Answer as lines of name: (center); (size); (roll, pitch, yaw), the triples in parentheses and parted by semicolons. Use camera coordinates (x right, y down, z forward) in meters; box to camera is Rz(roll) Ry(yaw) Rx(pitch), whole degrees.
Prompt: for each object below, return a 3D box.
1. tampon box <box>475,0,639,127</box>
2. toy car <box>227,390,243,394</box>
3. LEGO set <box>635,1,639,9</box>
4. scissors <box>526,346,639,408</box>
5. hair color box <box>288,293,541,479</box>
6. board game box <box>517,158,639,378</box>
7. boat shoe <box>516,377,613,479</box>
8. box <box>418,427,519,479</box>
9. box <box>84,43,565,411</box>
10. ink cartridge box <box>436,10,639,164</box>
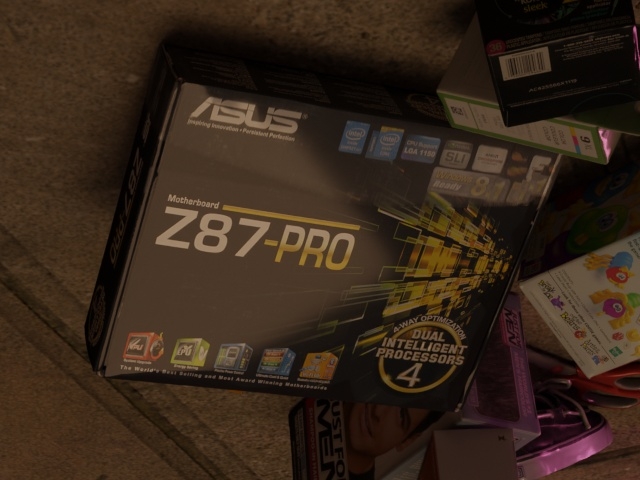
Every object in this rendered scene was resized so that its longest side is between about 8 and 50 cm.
tampon box: (0.189, -0.195, 1.310); (0.120, 0.161, 0.101); (-12, 147, 8)
toy car: (-0.064, 0.150, 1.948); (0.122, 0.060, 0.040); (-9, -164, 37)
LEGO set: (0.414, -0.219, 1.274); (0.255, 0.192, 0.331); (11, 144, -24)
scissors: (0.306, 0.170, 2.029); (0.297, 0.021, 0.109); (11, 146, -27)
hair color box: (0.101, 0.220, 1.925); (0.113, 0.185, 0.374); (15, 142, -27)
board game box: (0.360, 0.002, 1.623); (0.275, 0.142, 0.144); (-25, 116, 29)
boat shoe: (0.277, 0.228, 1.998); (0.113, 0.105, 0.306); (-15, 177, 33)
box: (0.163, 0.301, 1.765); (0.091, 0.130, 0.170); (-1, 146, -5)
box: (0.000, 0.000, 1.539); (0.394, 0.097, 0.318); (9, 116, -21)
ink cartridge box: (0.217, -0.134, 1.372); (0.209, 0.109, 0.062); (16, 156, 29)
